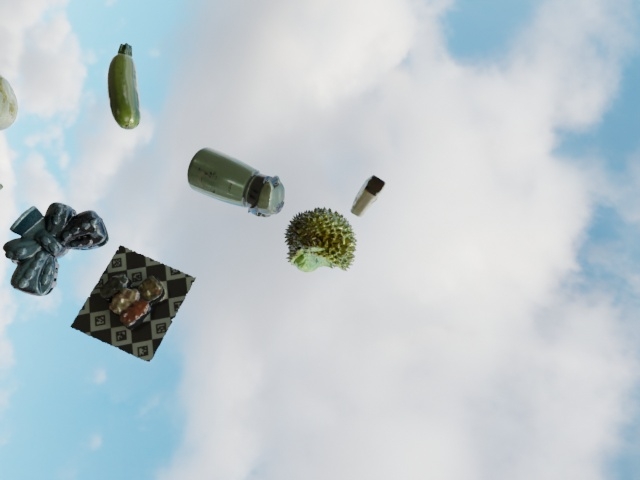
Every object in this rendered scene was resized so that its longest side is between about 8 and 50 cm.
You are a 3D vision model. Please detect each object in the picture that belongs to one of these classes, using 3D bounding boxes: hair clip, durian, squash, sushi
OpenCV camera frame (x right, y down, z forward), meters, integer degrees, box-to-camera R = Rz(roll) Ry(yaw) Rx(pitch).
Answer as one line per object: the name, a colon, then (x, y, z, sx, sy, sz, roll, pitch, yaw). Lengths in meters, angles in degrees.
hair clip: (-0.803, 0.009, 1.572, 0.310, 0.206, 0.194, -46, -170, -17)
durian: (-0.001, -0.001, 1.460, 0.237, 0.200, 0.176, 156, -65, -77)
squash: (-0.436, -0.338, 1.163, 0.066, 0.066, 0.252, -35, -126, 28)
sushi: (-0.453, 0.141, 1.261, 0.220, 0.047, 0.231, 22, -110, 7)

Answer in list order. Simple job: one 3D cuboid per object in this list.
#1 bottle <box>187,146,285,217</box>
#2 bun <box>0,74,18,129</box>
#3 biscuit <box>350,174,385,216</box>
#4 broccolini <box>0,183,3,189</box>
bottle: (-0.287, -0.197, 1.849, 0.347, 0.168, 0.168, 23, -87, 14)
bun: (-1.015, -0.446, 1.558, 0.160, 0.259, 0.259, -47, -130, -1)
biscuit: (0.120, -0.112, 1.377, 0.052, 0.188, 0.056, 30, -107, 1)
broccolini: (-0.732, -0.084, 1.064, 0.194, 0.052, 0.054, -13, -115, -5)
